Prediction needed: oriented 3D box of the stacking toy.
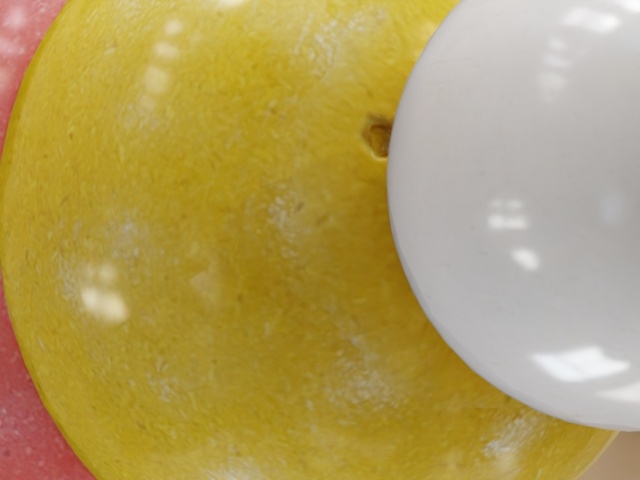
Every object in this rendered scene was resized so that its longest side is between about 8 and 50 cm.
[{"bbox_3d":[0.000,0.000,0.604,0.351,0.480,0.350,1,-93,-31],"label":"stacking toy"}]
